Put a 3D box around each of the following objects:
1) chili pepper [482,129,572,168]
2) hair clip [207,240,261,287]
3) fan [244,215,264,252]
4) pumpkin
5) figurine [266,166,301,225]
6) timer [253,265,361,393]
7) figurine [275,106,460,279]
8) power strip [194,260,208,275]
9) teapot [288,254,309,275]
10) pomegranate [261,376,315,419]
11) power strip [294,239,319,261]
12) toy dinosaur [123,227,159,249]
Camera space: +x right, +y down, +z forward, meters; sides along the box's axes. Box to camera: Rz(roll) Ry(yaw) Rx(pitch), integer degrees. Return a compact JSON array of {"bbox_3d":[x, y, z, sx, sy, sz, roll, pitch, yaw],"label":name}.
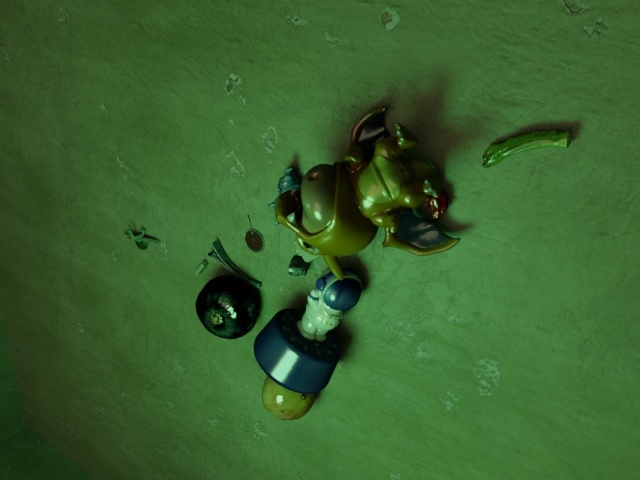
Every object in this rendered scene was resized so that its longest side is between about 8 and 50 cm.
[{"bbox_3d":[0.454,-0.213,1.118,0.201,0.050,0.052,-10,68,37],"label":"chili pepper"},{"bbox_3d":[-0.298,0.095,1.746,0.229,0.039,0.070,39,127,7],"label":"hair clip"},{"bbox_3d":[-0.227,-0.020,1.663,0.085,0.005,0.134,-2,110,34],"label":"fan"},{"bbox_3d":[-0.324,0.233,1.738,0.233,0.163,0.233,15,121,26],"label":"pumpkin"},{"bbox_3d":[-0.072,-0.125,1.461,0.144,0.114,0.178,5,104,29],"label":"figurine"},{"bbox_3d":[-0.008,0.239,1.508,0.270,0.270,0.384,37,112,14],"label":"timer"},{"bbox_3d":[0.121,-0.080,1.239,0.387,0.268,0.401,-32,95,29],"label":"figurine"},{"bbox_3d":[-0.442,0.104,1.843,0.017,0.027,0.083,48,129,5],"label":"power strip"},{"bbox_3d":[-0.070,0.085,1.560,0.056,0.088,0.066,15,104,12],"label":"teapot"},{"bbox_3d":[-0.114,0.530,1.720,0.191,0.191,0.191,13,117,28],"label":"pomegranate"},{"bbox_3d":[0.000,0.000,1.507,0.192,0.035,0.082,-29,93,37],"label":"power strip"},{"bbox_3d":[-0.712,0.000,1.968,0.187,0.044,0.106,26,137,6],"label":"toy dinosaur"}]
